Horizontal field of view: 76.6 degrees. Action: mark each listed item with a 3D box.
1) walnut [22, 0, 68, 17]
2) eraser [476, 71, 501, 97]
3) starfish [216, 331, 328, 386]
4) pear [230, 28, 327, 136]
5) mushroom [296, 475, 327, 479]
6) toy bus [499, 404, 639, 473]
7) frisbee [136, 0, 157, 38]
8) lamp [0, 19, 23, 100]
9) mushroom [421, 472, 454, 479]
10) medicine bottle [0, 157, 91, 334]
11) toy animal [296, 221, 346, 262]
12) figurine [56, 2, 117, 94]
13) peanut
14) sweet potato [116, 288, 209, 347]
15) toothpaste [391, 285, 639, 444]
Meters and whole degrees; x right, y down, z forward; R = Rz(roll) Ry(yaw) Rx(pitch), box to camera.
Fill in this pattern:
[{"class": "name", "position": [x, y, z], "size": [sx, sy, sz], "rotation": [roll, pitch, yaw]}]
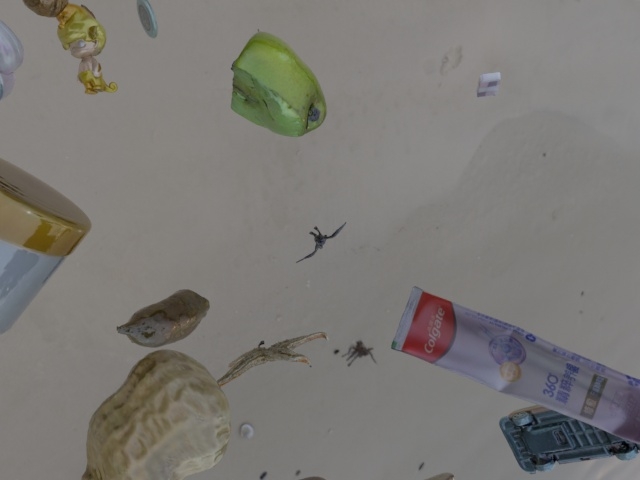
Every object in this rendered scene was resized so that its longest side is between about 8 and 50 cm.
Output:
[{"class": "walnut", "position": [-0.674, -0.606, 0.991], "size": [0.105, 0.125, 0.105], "rotation": [15, 72, -54]}, {"class": "eraser", "position": [0.548, -0.507, 1.323], "size": [0.105, 0.065, 0.026], "rotation": [37, 49, -73]}, {"class": "starfish", "position": [-0.103, 0.249, 0.875], "size": [0.248, 0.138, 0.050], "rotation": [-20, 98, 2]}, {"class": "pear", "position": [-0.118, -0.482, 1.309], "size": [0.318, 0.342, 0.238], "rotation": [32, 80, -11]}, {"class": "mushroom", "position": [-0.004, 0.680, 0.841], "size": [0.260, 0.345, 0.345], "rotation": [10, 95, -5]}, {"class": "toy bus", "position": [0.529, 0.388, 0.845], "size": [0.120, 0.265, 0.121], "rotation": [-3, 64, -51]}, {"class": "frisbee", "position": [-0.502, -0.643, 1.169], "size": [0.014, 0.110, 0.110], "rotation": [-30, 114, -31]}, {"class": "lamp", "position": [-0.765, -0.394, 0.884], "size": [0.179, 0.246, 0.107], "rotation": [54, 28, -36]}, {"class": "mushroom", "position": [0.173, 0.397, 0.515], "size": [0.286, 0.151, 0.155], "rotation": [-15, 68, -10]}, {"class": "medicine bottle", "position": [-0.547, -0.002, 0.649], "size": [0.238, 0.238, 0.231], "rotation": [40, 84, -31]}, {"class": "toy animal", "position": [0.000, 0.000, 1.354], "size": [0.220, 0.108, 0.062], "rotation": [-41, 118, 12]}, {"class": "figurine", "position": [-0.669, -0.549, 1.158], "size": [0.131, 0.157, 0.246], "rotation": [-30, 115, -64]}, {"class": "peanut", "position": [-0.245, 0.285, 0.594], "size": [0.233, 0.197, 0.110], "rotation": [-46, 162, -12]}, {"class": "sweet potato", "position": [-0.489, 0.257, 1.285], "size": [0.370, 0.158, 0.157], "rotation": [-32, 126, -73]}, {"class": "toothpaste", "position": [0.221, 0.131, 0.403], "size": [0.048, 0.301, 0.075], "rotation": [4, 103, -62]}]
